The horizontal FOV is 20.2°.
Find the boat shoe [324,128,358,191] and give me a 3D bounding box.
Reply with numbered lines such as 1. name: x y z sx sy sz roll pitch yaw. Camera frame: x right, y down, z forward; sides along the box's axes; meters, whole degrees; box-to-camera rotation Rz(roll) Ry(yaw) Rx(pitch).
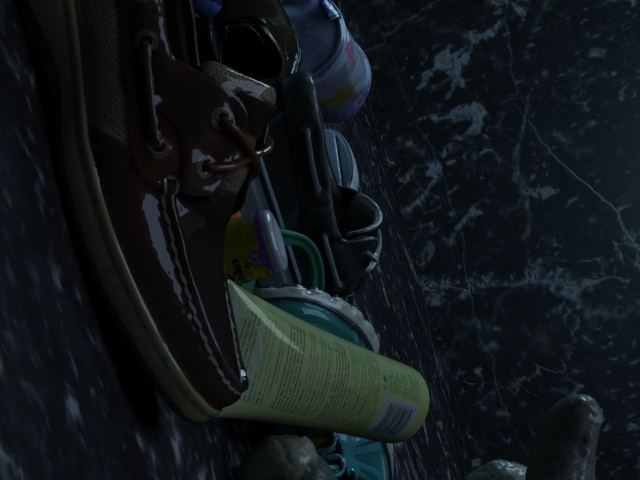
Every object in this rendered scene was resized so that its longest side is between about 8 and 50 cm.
1. boat shoe: -0.002 -0.012 1.860 0.076 0.083 0.226 83 8 -50

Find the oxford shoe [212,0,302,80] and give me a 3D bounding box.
1. oxford shoe: -0.061 -0.183 1.669 0.096 0.083 0.227 78 0 -48

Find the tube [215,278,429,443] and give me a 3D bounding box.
1. tube: -0.009 0.093 1.246 0.240 0.062 0.070 22 38 -54

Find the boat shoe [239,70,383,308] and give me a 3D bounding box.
1. boat shoe: 0.000 0.000 1.597 0.121 0.119 0.335 -98 169 -52

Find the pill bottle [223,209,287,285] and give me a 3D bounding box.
1. pill bottle: -0.067 0.011 1.183 0.043 0.083 0.043 -17 90 -83

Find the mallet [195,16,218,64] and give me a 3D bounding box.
1. mallet: -0.084 -0.078 1.351 0.039 0.062 0.190 -93 165 -68

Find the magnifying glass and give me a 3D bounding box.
1. magnifying glass: -0.059 0.003 1.368 0.092 0.026 0.231 -58 140 -18

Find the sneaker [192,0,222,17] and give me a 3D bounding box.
1. sneaker: -0.109 -0.263 1.623 0.053 0.059 0.144 -101 174 -48

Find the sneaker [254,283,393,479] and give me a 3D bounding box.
1. sneaker: 0.003 0.141 1.384 0.110 0.107 0.275 -85 159 -47

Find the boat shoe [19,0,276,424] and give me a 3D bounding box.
1. boat shoe: -0.085 -0.067 1.056 0.123 0.123 0.342 38 35 -78

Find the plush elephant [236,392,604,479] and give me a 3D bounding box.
1. plush elephant: 0.129 0.223 1.156 0.272 0.255 0.330 18 45 -31

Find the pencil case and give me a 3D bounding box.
1. pencil case: -0.014 -0.209 2.040 0.124 0.113 0.273 54 4 11
